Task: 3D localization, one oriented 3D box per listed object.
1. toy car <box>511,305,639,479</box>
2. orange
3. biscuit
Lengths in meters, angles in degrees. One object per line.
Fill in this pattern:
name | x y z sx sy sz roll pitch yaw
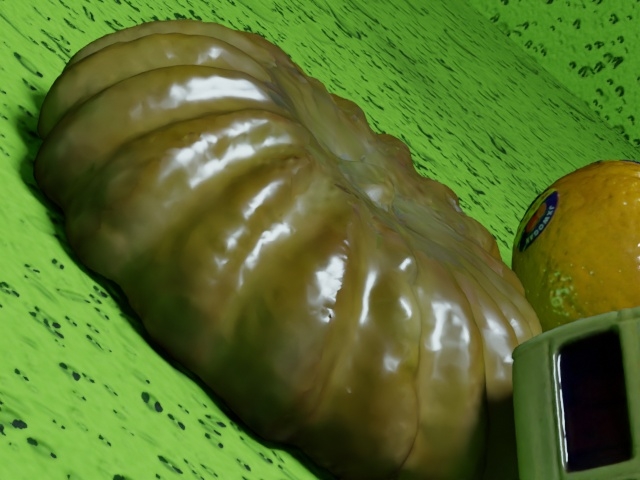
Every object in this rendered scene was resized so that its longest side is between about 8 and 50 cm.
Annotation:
toy car | 0.150 0.156 0.789 0.101 0.124 0.256 55 28 -55
orange | 0.219 0.028 1.294 0.177 0.155 0.177 31 15 -9
biscuit | 0.000 0.000 0.938 0.326 0.107 0.326 37 19 -15
